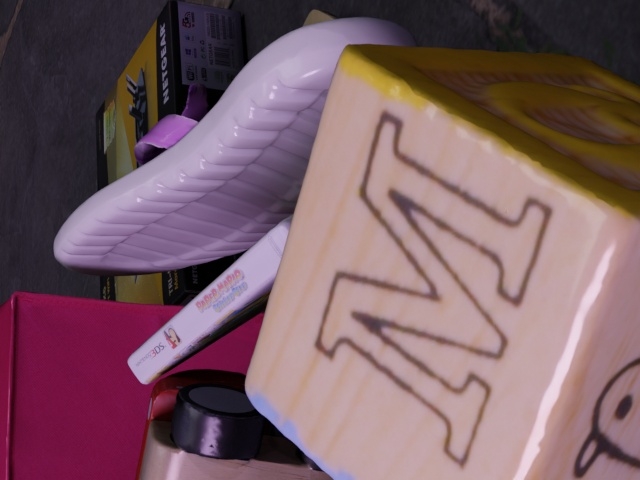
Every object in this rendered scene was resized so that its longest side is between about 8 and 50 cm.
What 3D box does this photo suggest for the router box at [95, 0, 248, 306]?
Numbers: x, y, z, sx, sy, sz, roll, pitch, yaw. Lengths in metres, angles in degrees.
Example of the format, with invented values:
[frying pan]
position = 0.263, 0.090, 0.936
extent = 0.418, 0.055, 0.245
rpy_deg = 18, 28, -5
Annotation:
[router box]
position = -0.149, -0.044, 1.434
extent = 0.243, 0.081, 0.309
rpy_deg = 137, 134, -54

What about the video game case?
[video game case]
position = 0.000, 0.000, 0.949
extent = 0.026, 0.227, 0.206
rpy_deg = 54, 137, 4

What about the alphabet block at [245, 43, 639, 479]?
[alphabet block]
position = 0.105, 0.029, 0.711
extent = 0.193, 0.192, 0.197
rpy_deg = 36, 120, 39

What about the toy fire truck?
[toy fire truck]
position = -0.013, 0.121, 0.981
extent = 0.246, 0.217, 0.158
rpy_deg = -124, 44, -74

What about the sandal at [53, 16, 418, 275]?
[sandal]
position = -0.065, -0.075, 1.110
extent = 0.416, 0.169, 0.102
rpy_deg = -30, 60, 45

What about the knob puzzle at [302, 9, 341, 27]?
[knob puzzle]
position = 0.005, -0.095, 1.180
extent = 0.213, 0.030, 0.213
rpy_deg = -174, 90, -65

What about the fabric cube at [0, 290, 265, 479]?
[fabric cube]
position = -0.185, 0.201, 1.252
extent = 0.258, 0.259, 0.254
rpy_deg = -31, 56, 57
